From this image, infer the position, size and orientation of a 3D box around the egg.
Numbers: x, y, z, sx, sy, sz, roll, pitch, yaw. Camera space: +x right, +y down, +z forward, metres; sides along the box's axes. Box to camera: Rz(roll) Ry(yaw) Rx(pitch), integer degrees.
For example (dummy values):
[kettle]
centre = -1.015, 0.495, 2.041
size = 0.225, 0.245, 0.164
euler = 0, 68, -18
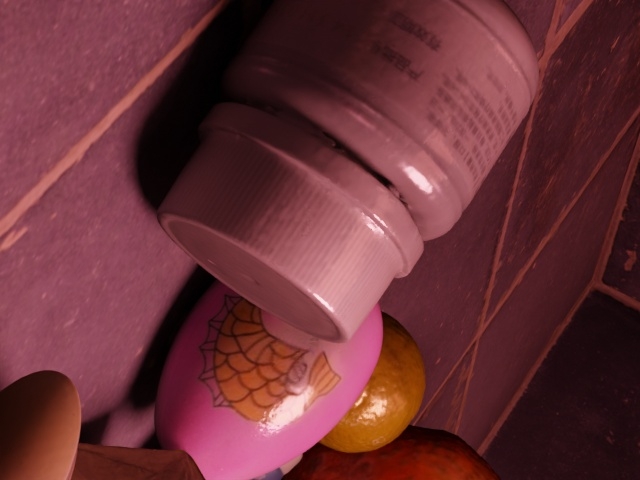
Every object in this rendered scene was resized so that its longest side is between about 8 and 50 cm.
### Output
[egg]
centre = -0.053, 0.127, 1.545
size = 0.271, 0.196, 0.196
euler = -61, 163, -7

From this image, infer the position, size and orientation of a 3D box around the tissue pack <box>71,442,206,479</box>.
[tissue pack]
centre = -0.201, 0.356, 1.415
size = 0.167, 0.200, 0.275
euler = 9, 116, -31

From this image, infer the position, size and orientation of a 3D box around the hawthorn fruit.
[hawthorn fruit]
centre = 0.098, 0.466, 2.154
size = 0.403, 0.402, 0.403
euler = -52, 161, -26

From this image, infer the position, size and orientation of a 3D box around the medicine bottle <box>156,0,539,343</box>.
[medicine bottle]
centre = 0.022, -0.089, 1.331
size = 0.306, 0.245, 0.245
euler = -56, 162, -14

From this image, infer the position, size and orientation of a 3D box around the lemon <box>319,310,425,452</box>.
[lemon]
centre = 0.043, 0.171, 1.908
size = 0.184, 0.184, 0.248
euler = -64, 171, 10

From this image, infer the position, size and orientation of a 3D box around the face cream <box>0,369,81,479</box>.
[face cream]
centre = -0.242, 0.203, 1.160
size = 0.174, 0.081, 0.348
euler = -63, -178, -22

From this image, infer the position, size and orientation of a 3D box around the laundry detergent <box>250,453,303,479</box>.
[laundry detergent]
centre = -0.129, 0.291, 1.627
size = 0.290, 0.094, 0.143
euler = -39, 141, -10
